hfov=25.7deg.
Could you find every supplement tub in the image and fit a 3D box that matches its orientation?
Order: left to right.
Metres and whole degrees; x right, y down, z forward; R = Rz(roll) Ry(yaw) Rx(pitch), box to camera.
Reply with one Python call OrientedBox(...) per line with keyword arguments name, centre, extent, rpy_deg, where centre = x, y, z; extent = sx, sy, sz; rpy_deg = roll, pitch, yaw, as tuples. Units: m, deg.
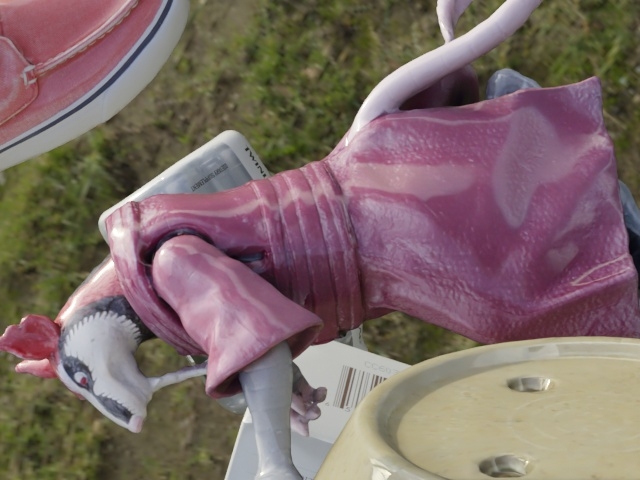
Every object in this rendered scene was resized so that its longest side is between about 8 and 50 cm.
OrientedBox(name="supplement tub", centre=(-0.084, 0.054, 1.551), extent=(0.194, 0.193, 0.316), rpy_deg=(-32, 96, 23))

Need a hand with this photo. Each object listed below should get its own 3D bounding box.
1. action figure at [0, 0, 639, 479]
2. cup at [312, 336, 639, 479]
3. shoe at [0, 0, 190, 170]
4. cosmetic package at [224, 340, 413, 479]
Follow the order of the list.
OrientedBox(name="action figure", centre=(0.000, 0.000, 0.778), extent=(0.248, 0.370, 0.275), rpy_deg=(-156, 55, -74))
OrientedBox(name="cup", centre=(0.102, 0.173, 0.528), extent=(0.331, 0.331, 0.236), rpy_deg=(7, 108, 35))
OrientedBox(name="shoe", centre=(-0.135, -0.066, 0.508), extent=(0.178, 0.081, 0.063), rpy_deg=(-32, 60, -1))
OrientedBox(name="cosmetic package", centre=(0.002, 0.287, 1.173), extent=(0.217, 0.156, 0.385), rpy_deg=(16, 116, 2))
